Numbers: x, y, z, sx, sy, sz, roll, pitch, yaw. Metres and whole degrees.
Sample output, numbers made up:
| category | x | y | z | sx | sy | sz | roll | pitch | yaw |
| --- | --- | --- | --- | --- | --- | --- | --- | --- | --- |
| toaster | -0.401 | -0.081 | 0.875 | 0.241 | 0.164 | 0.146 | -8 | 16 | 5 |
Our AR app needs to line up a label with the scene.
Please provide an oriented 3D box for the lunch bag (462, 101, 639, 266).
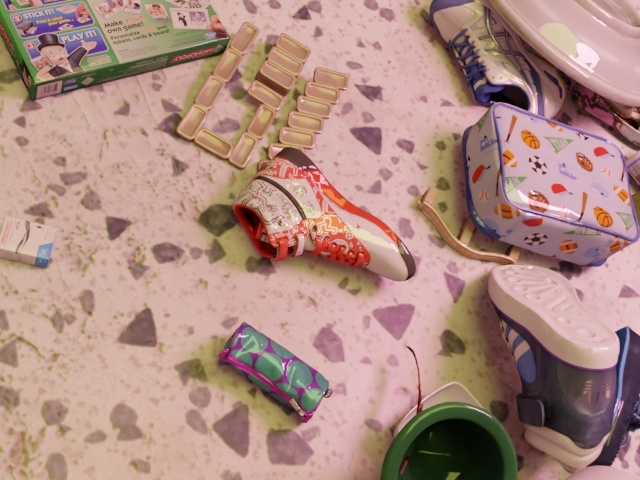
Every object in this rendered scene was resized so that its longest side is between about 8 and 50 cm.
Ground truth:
| category | x | y | z | sx | sy | sz | roll | pitch | yaw |
| --- | --- | --- | --- | --- | --- | --- | --- | --- | --- |
| lunch bag | 0.380 | -0.095 | 1.443 | 0.303 | 0.115 | 0.243 | 16 | 53 | -23 |

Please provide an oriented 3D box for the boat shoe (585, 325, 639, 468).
| category | x | y | z | sx | sy | sz | roll | pitch | yaw |
| --- | --- | --- | --- | --- | --- | --- | --- | --- | --- |
| boat shoe | 0.462 | 0.243 | 1.324 | 0.089 | 0.109 | 0.258 | 36 | 59 | -6 |

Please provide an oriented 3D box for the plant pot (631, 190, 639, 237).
| category | x | y | z | sx | sy | sz | roll | pitch | yaw |
| --- | --- | --- | --- | --- | --- | --- | --- | --- | --- |
| plant pot | 0.574 | -0.059 | 1.537 | 0.083 | 0.079 | 0.083 | 9 | 62 | -18 |

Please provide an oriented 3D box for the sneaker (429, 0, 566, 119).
| category | x | y | z | sx | sy | sz | roll | pitch | yaw |
| --- | --- | --- | --- | --- | --- | --- | --- | --- | --- |
| sneaker | 0.295 | -0.312 | 1.529 | 0.296 | 0.112 | 0.131 | 42 | 57 | 2 |

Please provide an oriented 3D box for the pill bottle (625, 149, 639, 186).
| category | x | y | z | sx | sy | sz | roll | pitch | yaw |
| --- | --- | --- | --- | --- | --- | --- | --- | --- | --- |
| pill bottle | 0.619 | -0.109 | 1.582 | 0.078 | 0.078 | 0.137 | -31 | 80 | -32 |

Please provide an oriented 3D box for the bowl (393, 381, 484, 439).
| category | x | y | z | sx | sy | sz | roll | pitch | yaw |
| --- | --- | --- | --- | --- | --- | --- | --- | --- | --- |
| bowl | 0.174 | 0.284 | 1.211 | 0.142 | 0.053 | 0.142 | -30 | 80 | -32 |

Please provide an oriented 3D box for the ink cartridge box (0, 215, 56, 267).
| category | x | y | z | sx | sy | sz | roll | pitch | yaw |
| --- | --- | --- | --- | --- | --- | --- | --- | --- | --- |
| ink cartridge box | -0.388 | 0.000 | 1.131 | 0.083 | 0.028 | 0.048 | 14 | 60 | -16 |

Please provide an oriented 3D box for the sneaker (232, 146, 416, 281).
| category | x | y | z | sx | sy | sz | roll | pitch | yaw |
| --- | --- | --- | --- | --- | --- | --- | --- | --- | --- |
| sneaker | -0.001 | 0.000 | 1.263 | 0.270 | 0.090 | 0.145 | 43 | 61 | 2 |

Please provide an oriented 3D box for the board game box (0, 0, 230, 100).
| category | x | y | z | sx | sy | sz | roll | pitch | yaw |
| --- | --- | --- | --- | --- | --- | --- | --- | --- | --- |
| board game box | -0.323 | -0.345 | 1.323 | 0.317 | 0.046 | 0.214 | -21 | 74 | -30 |

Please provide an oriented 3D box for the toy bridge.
| category | x | y | z | sx | sy | sz | roll | pitch | yaw |
| --- | --- | --- | --- | --- | --- | --- | --- | --- | --- |
| toy bridge | 0.231 | -0.012 | 1.400 | 0.188 | 0.026 | 0.063 | 32 | 58 | -6 |

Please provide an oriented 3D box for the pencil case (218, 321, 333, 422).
| category | x | y | z | sx | sy | sz | roll | pitch | yaw |
| --- | --- | --- | --- | --- | --- | --- | --- | --- | --- |
| pencil case | -0.060 | 0.175 | 1.160 | 0.151 | 0.064 | 0.070 | 35 | 32 | -2 |

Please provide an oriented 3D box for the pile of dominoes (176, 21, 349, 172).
| category | x | y | z | sx | sy | sz | roll | pitch | yaw |
| --- | --- | --- | --- | --- | --- | --- | --- | --- | --- |
| pile of dominoes | -0.086 | -0.209 | 1.374 | 0.196 | 0.040 | 0.251 | 30 | 65 | -7 |

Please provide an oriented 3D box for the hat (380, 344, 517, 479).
| category | x | y | z | sx | sy | sz | roll | pitch | yaw |
| --- | --- | --- | --- | --- | --- | --- | --- | --- | --- |
| hat | 0.145 | 0.279 | 1.149 | 0.173 | 0.183 | 0.208 | 38 | 81 | -9 |

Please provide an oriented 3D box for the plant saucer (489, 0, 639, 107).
| category | x | y | z | sx | sy | sz | roll | pitch | yaw |
| --- | --- | --- | --- | --- | --- | --- | --- | --- | --- |
| plant saucer | 0.468 | -0.408 | 1.574 | 0.400 | 0.100 | 0.401 | 25 | 37 | -20 |

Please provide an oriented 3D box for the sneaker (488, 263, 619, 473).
| category | x | y | z | sx | sy | sz | roll | pitch | yaw |
| --- | --- | --- | --- | --- | --- | --- | --- | --- | --- |
| sneaker | 0.320 | 0.192 | 1.285 | 0.130 | 0.236 | 0.323 | -1 | 21 | -12 |

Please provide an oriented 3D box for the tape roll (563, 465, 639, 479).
| category | x | y | z | sx | sy | sz | roll | pitch | yaw |
| --- | --- | --- | --- | --- | --- | --- | --- | --- | --- |
| tape roll | 0.338 | 0.429 | 1.094 | 0.169 | 0.246 | 0.246 | -19 | 73 | -29 |

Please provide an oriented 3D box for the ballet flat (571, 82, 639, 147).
| category | x | y | z | sx | sy | sz | roll | pitch | yaw |
| --- | --- | --- | --- | --- | --- | --- | --- | --- | --- |
| ballet flat | 0.572 | -0.237 | 1.627 | 0.221 | 0.079 | 0.077 | 31 | 59 | -6 |
